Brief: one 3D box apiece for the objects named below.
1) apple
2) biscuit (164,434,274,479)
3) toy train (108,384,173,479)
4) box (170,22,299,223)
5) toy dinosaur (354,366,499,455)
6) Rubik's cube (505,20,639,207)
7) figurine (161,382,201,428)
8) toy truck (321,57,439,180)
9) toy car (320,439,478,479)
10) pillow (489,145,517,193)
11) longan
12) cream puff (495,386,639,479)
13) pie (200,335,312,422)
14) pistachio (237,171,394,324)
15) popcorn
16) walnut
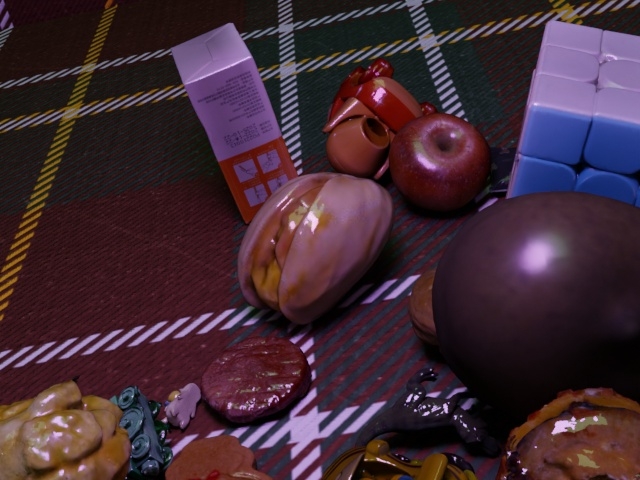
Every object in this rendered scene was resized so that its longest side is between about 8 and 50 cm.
[{"bbox_3d":[0.226,-0.143,1.859,0.201,0.162,0.201,3,56,-4],"label":"apple"},{"bbox_3d":[-0.149,0.386,1.305,0.201,0.047,0.334,-11,33,3],"label":"biscuit"},{"bbox_3d":[-0.282,0.296,1.453,0.104,0.071,0.178,-39,37,7],"label":"toy train"},{"bbox_3d":[-0.162,-0.232,1.969,0.143,0.341,0.225,-24,33,-2],"label":"box"},{"bbox_3d":[0.143,0.265,1.346,0.187,0.087,0.179,6,36,29],"label":"toy dinosaur"},{"bbox_3d":[0.473,-0.152,1.616,0.290,0.292,0.291,13,40,9],"label":"Rubik's cube"},{"bbox_3d":[-0.225,0.258,1.528,0.050,0.047,0.083,-8,27,27],"label":"figurine"},{"bbox_3d":[0.093,-0.228,2.000,0.239,0.189,0.265,-49,11,-9],"label":"toy truck"},{"bbox_3d":[0.077,0.326,1.176,0.247,0.142,0.200,-14,36,40],"label":"toy car"},{"bbox_3d":[0.368,-0.137,1.907,0.090,0.048,0.150,-15,36,12],"label":"pillow"},{"bbox_3d":[0.333,0.092,1.302,0.360,0.361,0.361,-9,33,6],"label":"longan"},{"bbox_3d":[0.321,0.294,1.143,0.240,0.240,0.164,-5,-6,12],"label":"cream puff"},{"bbox_3d":[-0.102,0.216,1.540,0.182,0.050,0.182,-9,31,6],"label":"pie"},{"bbox_3d":[0.000,0.000,1.678,0.229,0.230,0.309,20,62,40],"label":"pistachio"},{"bbox_3d":[-0.394,0.310,1.337,0.252,0.215,0.286,-13,-13,-45],"label":"popcorn"},{"bbox_3d":[0.213,0.104,1.517,0.166,0.149,0.166,14,19,-5],"label":"walnut"}]
